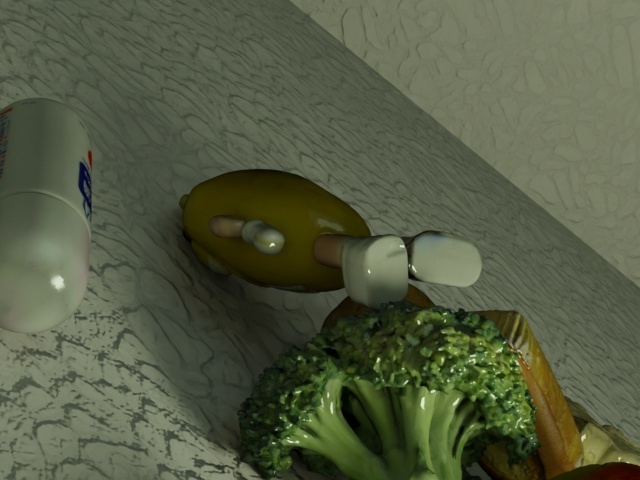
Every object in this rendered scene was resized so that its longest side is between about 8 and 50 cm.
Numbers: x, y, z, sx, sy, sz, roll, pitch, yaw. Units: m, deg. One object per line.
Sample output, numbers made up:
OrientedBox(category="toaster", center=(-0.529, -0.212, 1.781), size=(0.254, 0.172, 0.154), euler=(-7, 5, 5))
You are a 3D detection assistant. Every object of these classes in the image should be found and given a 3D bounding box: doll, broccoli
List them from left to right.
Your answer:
OrientedBox(category="doll", center=(0.006, 0.002, 1.749), size=(0.348, 0.161, 0.423), euler=(13, 2, -19))
OrientedBox(category="broccoli", center=(0.091, 0.197, 1.512), size=(0.375, 0.249, 0.302), euler=(4, 17, -19))

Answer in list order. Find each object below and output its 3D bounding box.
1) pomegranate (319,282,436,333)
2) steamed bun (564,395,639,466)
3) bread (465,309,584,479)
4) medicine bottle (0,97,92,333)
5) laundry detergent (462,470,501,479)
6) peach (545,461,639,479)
OrientedBox(category="pomegranate", center=(0.085, 0.149, 1.816), size=(0.196, 0.196, 0.196), euler=(37, 21, -17))
OrientedBox(category="steamed bun", center=(0.389, 0.330, 1.994), size=(0.292, 0.137, 0.295), euler=(37, 6, 16))
OrientedBox(category="bread", center=(0.253, 0.215, 1.759), size=(0.288, 0.152, 0.119), euler=(61, 38, -33))
OrientedBox(category="medicine bottle", center=(-0.321, -0.027, 1.457), size=(0.130, 0.130, 0.341), euler=(33, 22, -26))
OrientedBox(category="laundry detergent", center=(0.257, 0.411, 1.735), size=(0.253, 0.091, 0.181), euler=(52, 25, 21))
OrientedBox(category="peach", center=(0.329, 0.444, 1.477), size=(0.372, 0.290, 0.373), euler=(16, 60, -30))
